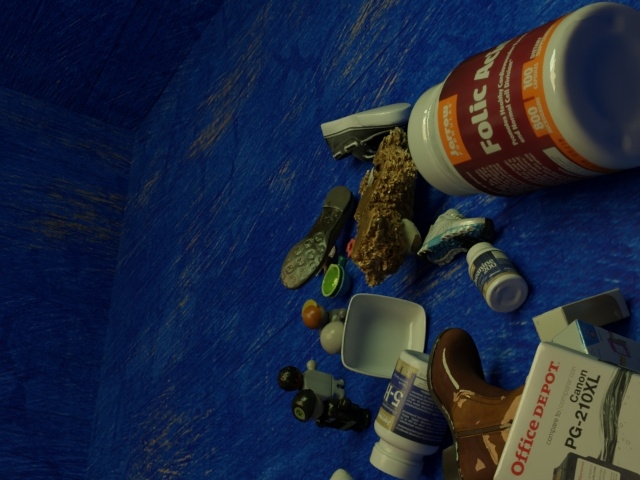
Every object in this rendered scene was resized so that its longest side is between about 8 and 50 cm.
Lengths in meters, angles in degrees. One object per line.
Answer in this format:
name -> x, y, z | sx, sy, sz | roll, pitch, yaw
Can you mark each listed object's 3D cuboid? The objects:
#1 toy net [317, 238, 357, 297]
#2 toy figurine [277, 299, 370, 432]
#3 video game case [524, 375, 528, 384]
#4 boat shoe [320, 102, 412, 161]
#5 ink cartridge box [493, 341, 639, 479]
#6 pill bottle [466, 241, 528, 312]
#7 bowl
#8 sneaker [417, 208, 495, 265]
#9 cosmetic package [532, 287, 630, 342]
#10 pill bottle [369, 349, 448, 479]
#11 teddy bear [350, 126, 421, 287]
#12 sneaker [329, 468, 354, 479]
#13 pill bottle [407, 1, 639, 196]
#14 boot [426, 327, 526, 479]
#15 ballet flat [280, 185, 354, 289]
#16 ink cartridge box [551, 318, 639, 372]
toy net -> 0.022, 0.038, 2.236 | 0.122, 0.045, 0.232 | -68, 24, 9
toy figurine -> 0.018, 0.229, 1.979 | 0.213, 0.148, 0.209 | -68, 24, 9
video game case -> 0.309, 0.272, 1.474 | 0.143, 0.019, 0.157 | 5, 79, 66
boat shoe -> 0.098, -0.212, 2.187 | 0.301, 0.108, 0.102 | -5, 101, 60
ink cartridge box -> 0.333, 0.230, 1.190 | 0.237, 0.100, 0.172 | 19, 91, 23
pill bottle -> 0.268, 0.053, 1.659 | 0.067, 0.067, 0.120 | -62, 25, 21
bowl -> 0.107, 0.171, 1.855 | 0.053, 0.141, 0.142 | 108, 172, -70
sneaker -> 0.227, -0.022, 1.805 | 0.190, 0.071, 0.083 | -26, 45, 59
cosmetic package -> 0.341, 0.100, 1.404 | 0.060, 0.115, 0.041 | -34, 72, 56
pill bottle -> 0.148, 0.278, 1.706 | 0.112, 0.112, 0.187 | 29, 100, 66
teddy bear -> 0.132, -0.064, 1.967 | 0.338, 0.113, 0.245 | -89, 19, -69
sneaker -> 0.002, 0.502, 1.918 | 0.232, 0.090, 0.115 | -51, 23, 22
pill bottle -> 0.304, -0.183, 1.554 | 0.392, 0.224, 0.224 | -14, 61, 63
boot -> 0.262, 0.205, 1.486 | 0.280, 0.096, 0.264 | -40, 38, 50
ballet flat -> 0.000, 0.000, 2.227 | 0.084, 0.058, 0.250 | 20, 71, 27
ink cartridge box -> 0.355, 0.159, 1.327 | 0.052, 0.122, 0.089 | -48, 33, 35
